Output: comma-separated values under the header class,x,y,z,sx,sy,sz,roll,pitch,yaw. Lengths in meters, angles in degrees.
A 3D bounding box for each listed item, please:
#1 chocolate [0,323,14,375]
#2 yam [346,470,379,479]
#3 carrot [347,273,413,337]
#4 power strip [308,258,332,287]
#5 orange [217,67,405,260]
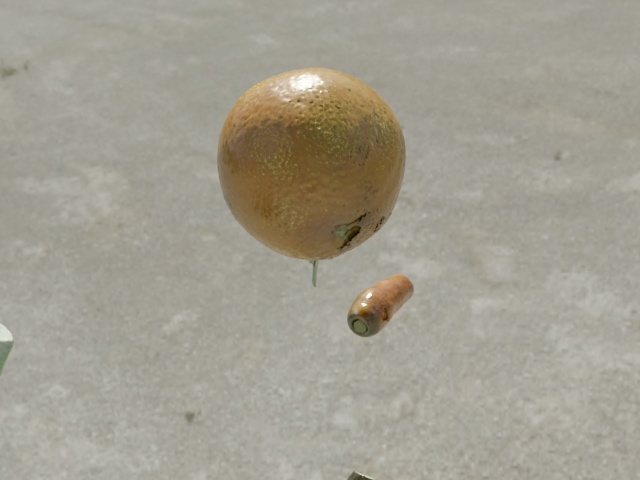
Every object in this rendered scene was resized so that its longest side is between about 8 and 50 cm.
class,x,y,z,sx,sy,sz,roll,pitch,yaw
chocolate,-0.472,0.226,1.177,0.110,0.291,0.110,32,10,-6
yam,0.015,0.485,1.546,0.061,0.061,0.253,30,90,44
carrot,0.122,0.126,1.950,0.087,0.087,0.193,12,31,26
power strip,0.000,0.000,1.757,0.042,0.175,0.075,9,4,-19
orange,-0.011,-0.107,1.335,0.274,0.274,0.274,-4,31,2
